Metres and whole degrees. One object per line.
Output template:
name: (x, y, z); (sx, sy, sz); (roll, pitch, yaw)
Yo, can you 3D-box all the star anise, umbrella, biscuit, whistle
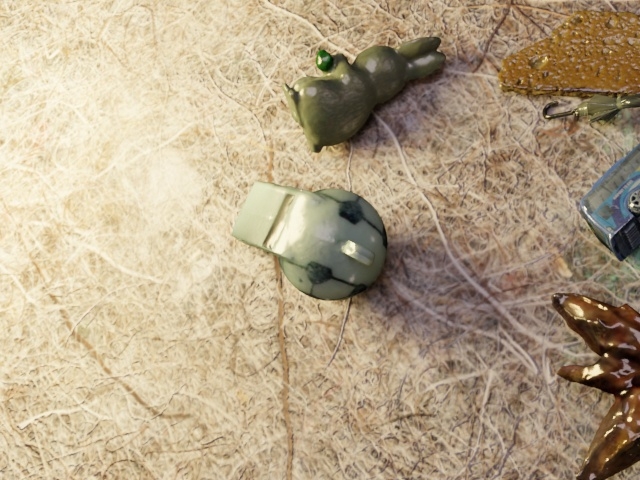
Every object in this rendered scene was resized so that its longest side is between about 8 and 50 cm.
star anise: (0.418, 0.163, 1.121); (0.292, 0.109, 0.350); (-10, 66, 23)
umbrella: (0.403, -0.173, 1.271); (0.269, 0.044, 0.044); (-1, 60, 45)
biscuit: (0.371, -0.257, 1.360); (0.236, 0.026, 0.131); (6, 70, 25)
whistle: (0.000, 0.000, 1.351); (0.163, 0.163, 0.289); (-56, 23, -7)

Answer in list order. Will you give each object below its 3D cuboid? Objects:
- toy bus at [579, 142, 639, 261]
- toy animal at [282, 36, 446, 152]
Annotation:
toy bus: (0.432, -0.084, 1.240); (0.236, 0.079, 0.094); (-43, 44, 0)
toy animal: (0.062, -0.225, 1.442); (0.236, 0.138, 0.108); (-22, 19, -13)
